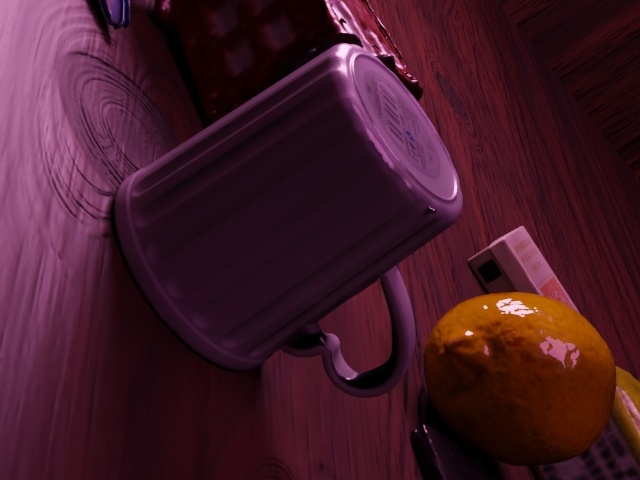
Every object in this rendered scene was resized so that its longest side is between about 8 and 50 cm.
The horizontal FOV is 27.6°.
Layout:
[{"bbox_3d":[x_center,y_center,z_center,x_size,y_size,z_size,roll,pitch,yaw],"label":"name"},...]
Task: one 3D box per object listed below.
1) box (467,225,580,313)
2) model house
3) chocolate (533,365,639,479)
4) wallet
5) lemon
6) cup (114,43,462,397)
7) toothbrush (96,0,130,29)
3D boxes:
[{"bbox_3d":[0.275,0.085,1.648,0.201,0.058,0.141,59,20,5],"label":"box"},{"bbox_3d":[-0.048,-0.220,1.235,0.196,0.160,0.254,19,39,-60],"label":"model house"},{"bbox_3d":[0.361,0.299,1.401,0.289,0.137,0.301,27,33,-54],"label":"chocolate"},{"bbox_3d":[0.148,0.274,1.105,0.124,0.025,0.244,36,27,-44],"label":"wallet"},{"bbox_3d":[0.187,0.129,1.221,0.207,0.170,0.170,24,37,-55],"label":"lemon"},{"bbox_3d":[-0.002,-0.011,0.941,0.221,0.202,0.167,43,26,-30],"label":"cup"},{"bbox_3d":[-0.224,-0.341,1.192,0.035,0.042,0.413,-2,53,-24],"label":"toothbrush"}]
